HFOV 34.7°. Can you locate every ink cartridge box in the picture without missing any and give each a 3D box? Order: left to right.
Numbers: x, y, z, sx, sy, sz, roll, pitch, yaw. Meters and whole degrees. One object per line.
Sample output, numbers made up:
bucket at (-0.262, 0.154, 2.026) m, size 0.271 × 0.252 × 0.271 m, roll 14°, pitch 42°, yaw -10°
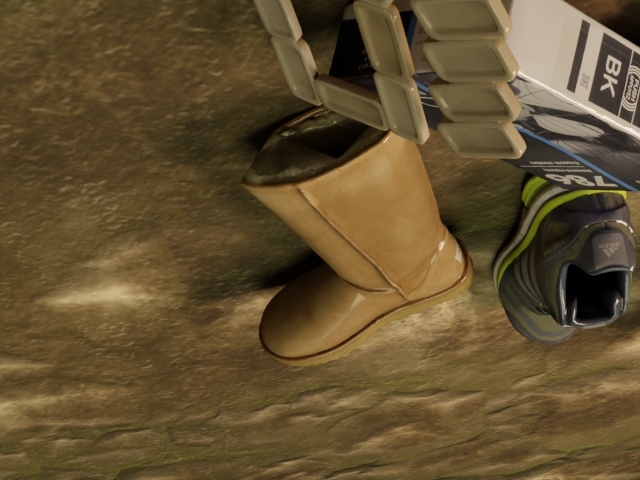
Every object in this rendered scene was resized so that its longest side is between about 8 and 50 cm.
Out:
ink cartridge box at (0.183, -0.090, 0.732) m, size 0.332 × 0.065 × 0.165 m, roll 16°, pitch 174°, yaw -36°

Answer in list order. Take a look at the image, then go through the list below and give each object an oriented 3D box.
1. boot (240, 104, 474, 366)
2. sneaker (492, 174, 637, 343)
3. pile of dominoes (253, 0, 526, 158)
boot at (0.000, 0.000, 0.898) m, size 0.236 × 0.089 × 0.269 m, roll -28°, pitch 147°, yaw 10°
sneaker at (0.236, 0.041, 0.989) m, size 0.111 × 0.121 × 0.300 m, roll -9°, pitch 150°, yaw 1°
pile of dominoes at (0.032, -0.151, 0.573) m, size 0.196 × 0.040 × 0.251 m, roll 26°, pitch 156°, yaw 32°
